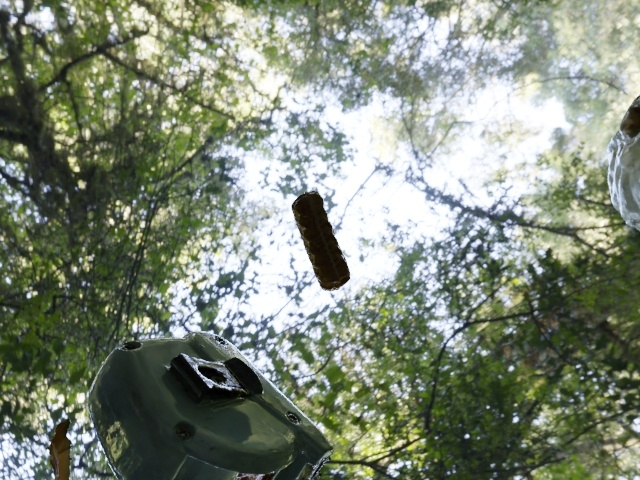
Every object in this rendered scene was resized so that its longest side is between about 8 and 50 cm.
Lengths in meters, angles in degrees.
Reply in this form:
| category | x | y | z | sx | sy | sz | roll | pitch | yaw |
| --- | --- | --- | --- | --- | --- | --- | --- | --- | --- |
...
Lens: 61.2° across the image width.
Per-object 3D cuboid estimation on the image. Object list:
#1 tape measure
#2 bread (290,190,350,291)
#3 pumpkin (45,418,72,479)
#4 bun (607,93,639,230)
| category | x | y | z | sx | sy | sz | roll | pitch | yaw |
| --- | --- | --- | --- | --- | --- | --- | --- | --- | --- |
| tape measure | -0.131 | 0.213 | 0.651 | 0.243 | 0.125 | 0.246 | 36 | -170 | 28 |
| bread | 0.000 | 0.000 | 0.803 | 0.052 | 0.044 | 0.157 | -21 | -102 | 4 |
| pumpkin | -0.400 | 0.330 | 0.830 | 0.035 | 0.101 | 0.073 | 1 | -155 | -31 |
| bun | 0.389 | -0.109 | 0.571 | 0.134 | 0.220 | 0.220 | 29 | -128 | -8 |
